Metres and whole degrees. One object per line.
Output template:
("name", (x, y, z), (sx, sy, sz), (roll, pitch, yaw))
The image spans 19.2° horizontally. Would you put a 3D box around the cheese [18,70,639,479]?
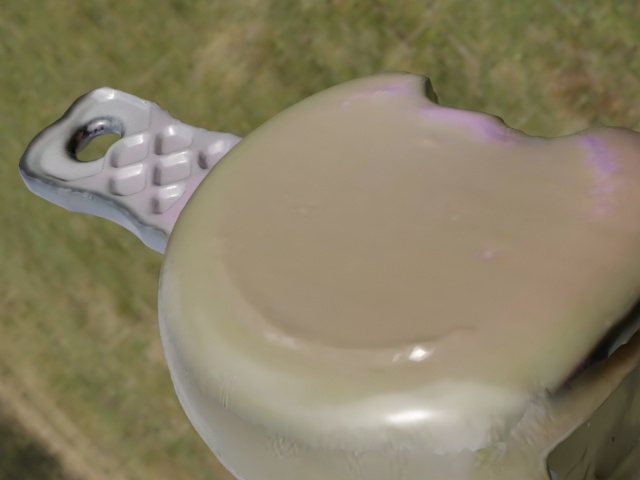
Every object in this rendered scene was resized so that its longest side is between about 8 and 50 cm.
("cheese", (0.000, 0.000, 0.619), (0.286, 0.163, 0.082), (28, 151, 42))
